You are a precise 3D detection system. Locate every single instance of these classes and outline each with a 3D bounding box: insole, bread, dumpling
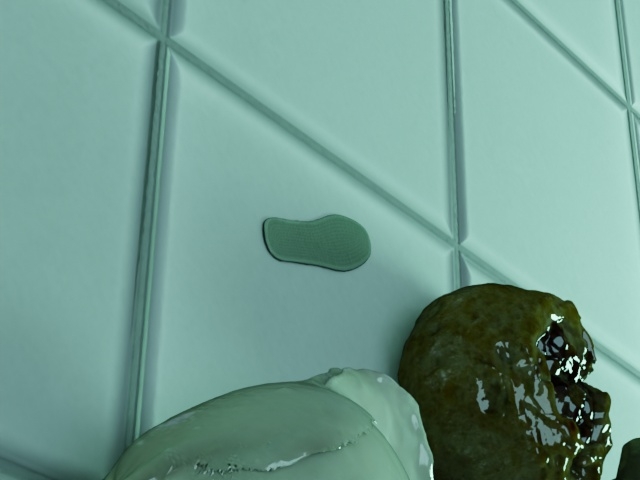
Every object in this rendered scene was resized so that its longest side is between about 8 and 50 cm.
[{"bbox_3d":[0.000,0.000,1.291,0.153,0.002,0.053,6,66,-53],"label":"insole"},{"bbox_3d":[0.171,0.137,1.345,0.230,0.123,0.230,32,45,-38],"label":"bread"},{"bbox_3d":[-0.024,0.222,0.977,0.341,0.181,0.260,-30,106,-79],"label":"dumpling"}]

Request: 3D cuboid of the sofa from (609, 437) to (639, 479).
[{"bbox_3d":[0.318,0.332,1.376,0.258,0.182,0.200,55,36,-17],"label":"sofa"}]
